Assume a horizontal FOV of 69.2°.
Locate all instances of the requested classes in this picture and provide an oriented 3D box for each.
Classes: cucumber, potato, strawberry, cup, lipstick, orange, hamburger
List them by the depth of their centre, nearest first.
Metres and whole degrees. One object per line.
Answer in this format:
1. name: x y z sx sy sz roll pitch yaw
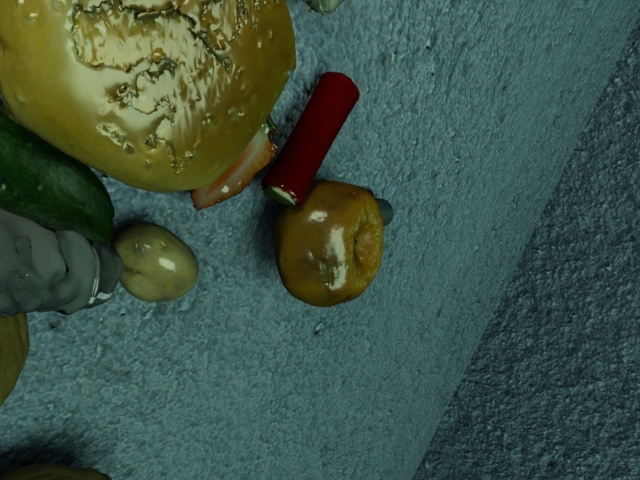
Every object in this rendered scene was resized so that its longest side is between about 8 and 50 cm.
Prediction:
1. cucumber: -0.333 -0.061 0.490 0.105 0.145 0.325 -29 148 11
2. hamburger: -0.175 -0.213 0.506 0.284 0.174 0.305 37 86 -45
3. potato: -0.244 0.035 0.691 0.112 0.112 0.147 -47 139 -16
4. strawberry: -0.143 -0.130 0.710 0.187 0.082 0.146 -53 146 4
5. lipstick: -0.015 -0.173 0.792 0.241 0.080 0.080 -64 145 -13
6. orange: 0.000 0.000 0.887 0.248 0.183 0.249 -16 110 -53
7. cup: 0.119 -0.074 1.070 0.077 0.078 0.100 -9 92 -52

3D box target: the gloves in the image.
1. gloves: -0.308 0.016 0.390 0.119 0.142 0.285 -42 160 28

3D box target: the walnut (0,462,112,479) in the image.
1. walnut: -0.424 0.478 0.664 0.313 0.277 0.252 -48 174 -22

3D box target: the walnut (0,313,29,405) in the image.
1. walnut: -0.411 0.098 0.471 0.213 0.213 0.214 -29 135 -34

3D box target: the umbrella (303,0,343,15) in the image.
1. umbrella: -0.049 -0.450 0.563 0.106 0.113 0.358 -35 143 5
